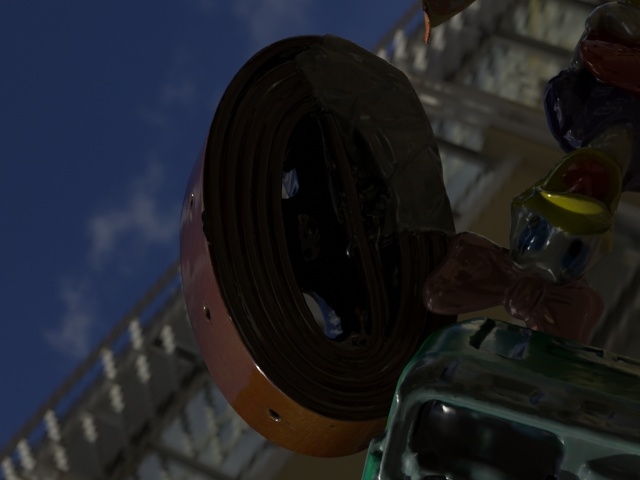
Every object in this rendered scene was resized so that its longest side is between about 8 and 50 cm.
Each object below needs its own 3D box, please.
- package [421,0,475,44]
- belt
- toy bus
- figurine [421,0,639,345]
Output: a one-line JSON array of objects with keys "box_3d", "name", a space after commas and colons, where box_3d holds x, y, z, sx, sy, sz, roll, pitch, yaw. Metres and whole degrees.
[{"box_3d": [0.128, -0.242, 1.520, 0.121, 0.031, 0.108, -46, -21, -12], "name": "package"}, {"box_3d": [0.000, 0.000, 1.406, 0.122, 0.217, 0.339, 122, 144, -63], "name": "belt"}, {"box_3d": [0.202, 0.173, 1.048, 0.199, 0.343, 0.184, -44, -31, -69], "name": "toy bus"}, {"box_3d": [0.234, -0.091, 1.386, 0.421, 0.154, 0.193, -58, -4, -34], "name": "figurine"}]
